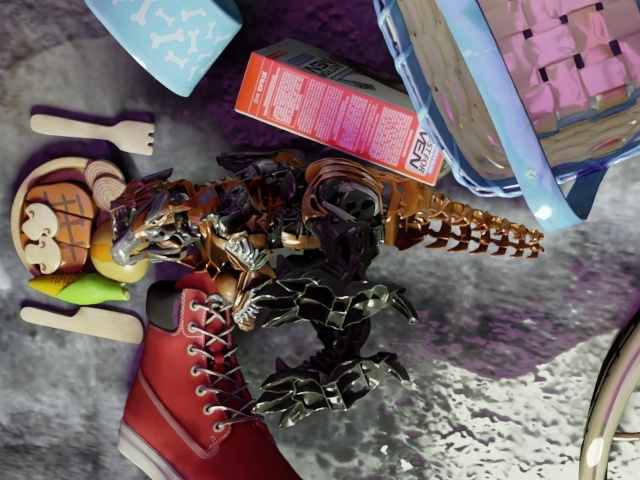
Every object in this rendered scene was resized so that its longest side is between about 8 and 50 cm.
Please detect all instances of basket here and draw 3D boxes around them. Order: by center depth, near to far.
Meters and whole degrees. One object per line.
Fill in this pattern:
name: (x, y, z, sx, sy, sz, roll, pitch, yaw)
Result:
basket: (0.140, -0.154, 1.303, 0.201, 0.289, 0.254, -20, 99, 25)

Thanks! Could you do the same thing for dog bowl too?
dog bowl: (-0.169, -0.249, 1.454, 0.074, 0.166, 0.297, -38, 89, 9)

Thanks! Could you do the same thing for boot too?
boot: (-0.076, 0.122, 1.495, 0.244, 0.088, 0.176, 28, 112, 49)

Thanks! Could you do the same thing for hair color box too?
hair color box: (0.029, -0.102, 1.456, 0.167, 0.093, 0.053, 22, 108, 11)

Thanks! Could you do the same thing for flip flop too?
flip flop: (0.266, 0.086, 1.425, 0.080, 0.112, 0.277, 26, 103, 5)

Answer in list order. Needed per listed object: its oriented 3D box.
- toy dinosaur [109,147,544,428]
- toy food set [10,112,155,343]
toy dinosaur: (0.000, 0.000, 1.448, 0.322, 0.218, 0.164, -16, 135, 14)
toy food set: (-0.203, -0.008, 1.578, 0.132, 0.038, 0.192, 8, 105, 16)
